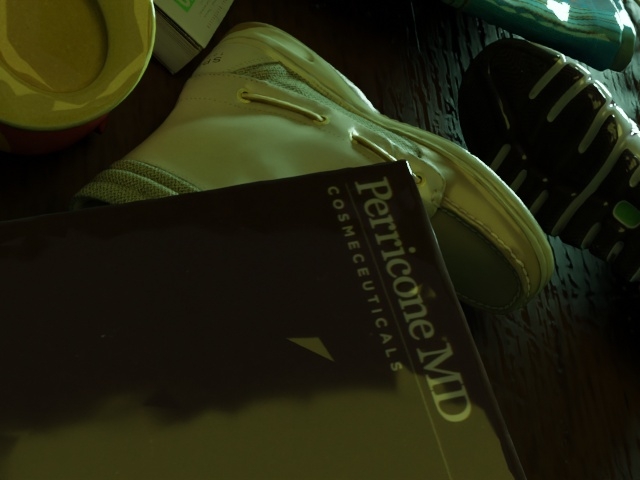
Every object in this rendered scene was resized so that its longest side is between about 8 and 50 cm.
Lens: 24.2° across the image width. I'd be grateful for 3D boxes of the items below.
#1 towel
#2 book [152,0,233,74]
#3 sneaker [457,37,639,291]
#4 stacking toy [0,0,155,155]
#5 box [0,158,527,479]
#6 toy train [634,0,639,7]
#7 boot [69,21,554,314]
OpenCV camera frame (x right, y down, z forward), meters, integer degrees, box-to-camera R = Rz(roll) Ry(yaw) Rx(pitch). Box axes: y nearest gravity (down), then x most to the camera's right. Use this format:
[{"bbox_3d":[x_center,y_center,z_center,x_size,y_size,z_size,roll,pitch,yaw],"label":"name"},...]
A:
[{"bbox_3d":[0.064,-0.270,1.130,0.370,0.040,0.271,22,36,-15],"label":"towel"},{"bbox_3d":[-0.123,-0.193,0.988,0.144,0.035,0.096,43,40,-17],"label":"book"},{"bbox_3d":[0.226,-0.031,1.075,0.281,0.106,0.162,48,21,23],"label":"sneaker"},{"bbox_3d":[-0.276,-0.140,0.848,0.279,0.130,0.309,-35,86,-13],"label":"stacking toy"},{"bbox_3d":[-0.119,0.100,0.674,0.381,0.143,0.191,-10,63,-19],"label":"box"},{"bbox_3d":[0.334,-0.141,1.163,0.105,0.143,0.248,-8,63,-35],"label":"toy train"},{"bbox_3d":[0.000,0.000,0.902,0.262,0.095,0.203,38,47,0],"label":"boot"}]
